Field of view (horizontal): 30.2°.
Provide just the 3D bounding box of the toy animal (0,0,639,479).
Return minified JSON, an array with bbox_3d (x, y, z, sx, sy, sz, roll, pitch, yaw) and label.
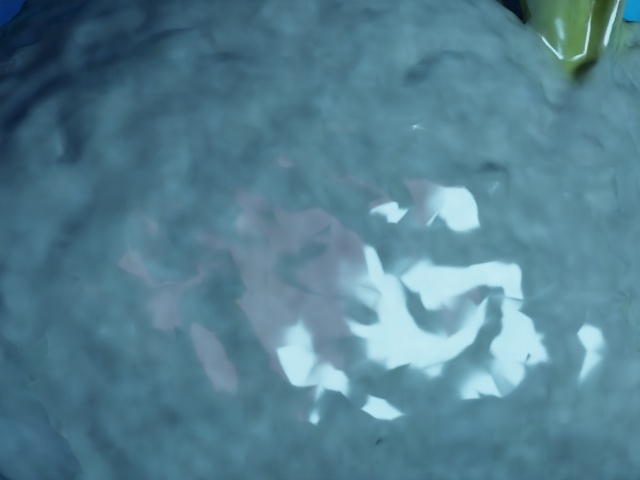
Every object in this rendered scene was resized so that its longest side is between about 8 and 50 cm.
[{"bbox_3d":[-0.007,0.000,0.413,0.359,0.188,0.226,0,85,-21],"label":"toy animal"}]
